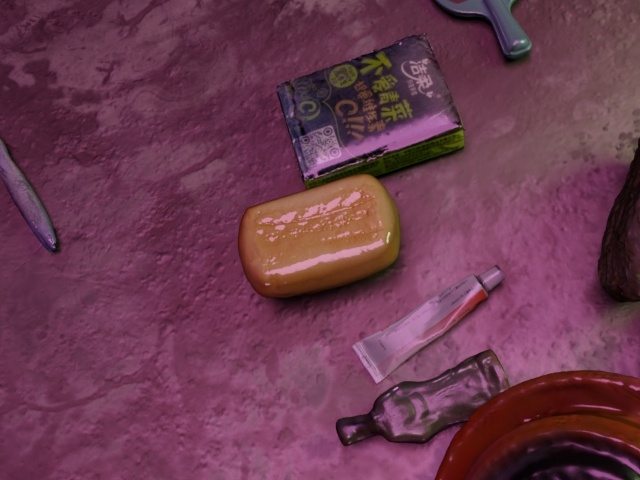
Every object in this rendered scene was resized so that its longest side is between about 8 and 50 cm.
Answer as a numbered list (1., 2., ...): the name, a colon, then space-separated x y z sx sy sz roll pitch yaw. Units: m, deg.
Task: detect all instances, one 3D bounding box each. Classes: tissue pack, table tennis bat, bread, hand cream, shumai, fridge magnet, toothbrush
1. tissue pack: 0.068 -0.176 1.117 0.236 0.073 0.173 -19 67 4
2. table tennis bat: 0.249 -0.366 1.174 0.153 0.040 0.244 -20 63 3
3. bread: 0.000 0.000 1.050 0.217 0.098 0.147 -12 67 5
4. hand cream: 0.146 0.103 1.020 0.216 0.038 0.052 -35 43 4
5. shumai: 0.449 -0.027 0.912 0.204 0.222 0.271 22 67 14
6. fridge magnet: 0.284 0.318 0.825 0.364 0.155 0.363 -5 79 26
7. toothbrush: -0.510 -0.137 1.243 0.035 0.042 0.413 -37 69 -4

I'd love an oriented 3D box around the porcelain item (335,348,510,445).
1. porcelain item: 0.124 0.207 0.963 0.216 0.069 0.081 -21 79 2
